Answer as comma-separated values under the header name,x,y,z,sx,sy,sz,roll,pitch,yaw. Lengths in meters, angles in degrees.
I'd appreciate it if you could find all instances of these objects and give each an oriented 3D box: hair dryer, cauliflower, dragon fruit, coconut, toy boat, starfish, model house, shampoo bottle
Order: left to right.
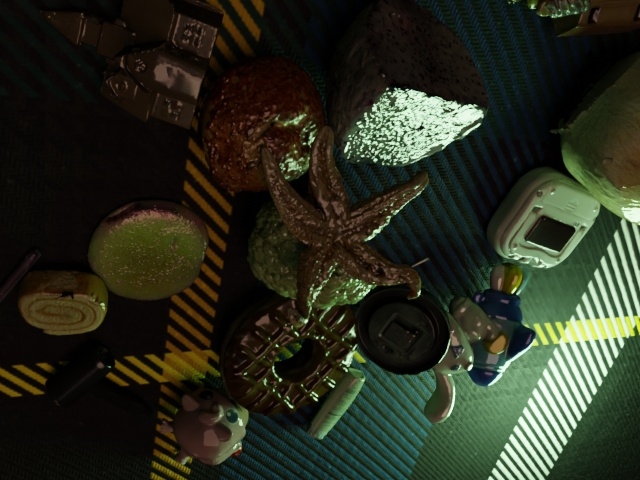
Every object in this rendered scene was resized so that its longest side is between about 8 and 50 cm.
name,x,y,z,sx,sy,sz,roll,pitch,yaw
hair dryer,-0.431,0.311,1.252,0.128,0.070,0.255,-41,136,4
model house,-0.287,-0.283,0.870,0.248,0.176,0.181,16,115,-14
cauliflower,0.000,0.000,1.150,0.272,0.275,0.250,18,77,-9
shampoo bottle,0.038,0.422,1.537,0.072,0.049,0.212,22,109,-38
starfish,0.033,-0.006,0.974,0.375,0.094,0.327,29,82,-25
dragon fruit,0.120,-0.266,1.036,0.282,0.204,0.221,1,151,-36
toy boat,0.571,-0.471,1.138,0.445,0.136,0.162,-12,130,-18
coconut,0.698,-0.206,1.224,0.346,0.360,0.346,-13,128,-17

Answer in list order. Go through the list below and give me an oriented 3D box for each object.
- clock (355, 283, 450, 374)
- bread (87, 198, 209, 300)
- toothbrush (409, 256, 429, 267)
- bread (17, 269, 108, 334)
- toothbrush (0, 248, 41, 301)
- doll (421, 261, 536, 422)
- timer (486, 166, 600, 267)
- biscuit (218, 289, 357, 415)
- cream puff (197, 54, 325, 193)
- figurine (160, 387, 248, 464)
name,x,y,z,sx,sy,sz,roll,pitch,yaw
clock,0.190,0.204,1.384,0.225,0.049,0.226,7,114,16
bread,-0.317,0.025,1.122,0.228,0.033,0.229,-12,125,-17
toothbrush,0.197,0.067,1.398,0.131,0.011,0.013,-25,116,-7
bread,-0.465,0.116,1.079,0.149,0.073,0.122,4,131,-20
toothbrush,-0.620,0.142,1.068,0.354,0.024,0.029,-46,120,10
doll,0.383,0.235,1.481,0.365,0.187,0.376,-19,127,-13
timer,0.540,-0.047,1.430,0.262,0.087,0.237,15,115,-31
biscuit,-0.065,0.240,1.318,0.331,0.103,0.332,-13,122,-23
cream puff,-0.090,-0.183,0.985,0.240,0.164,0.240,-31,146,-24
figurine,-0.253,0.425,1.366,0.186,0.176,0.288,-53,162,-39
